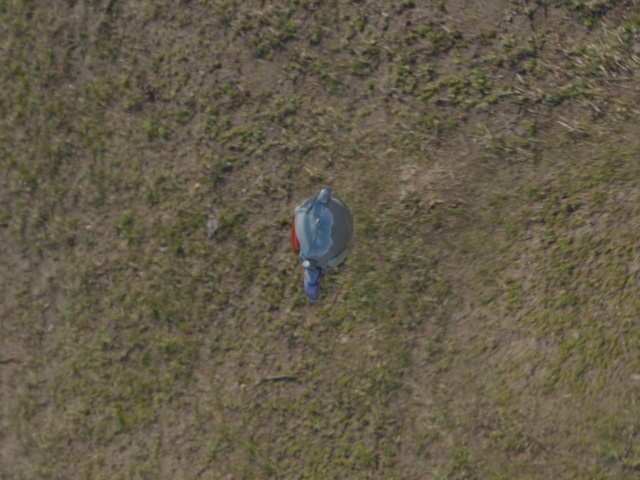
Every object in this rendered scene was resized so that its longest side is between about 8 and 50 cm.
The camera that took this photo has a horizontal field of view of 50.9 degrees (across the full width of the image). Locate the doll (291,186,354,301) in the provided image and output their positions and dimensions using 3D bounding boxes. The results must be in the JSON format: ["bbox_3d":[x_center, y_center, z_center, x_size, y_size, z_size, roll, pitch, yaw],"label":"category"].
[{"bbox_3d":[0.000,0.000,0.828,0.075,0.102,0.227,14,150,4],"label":"doll"}]
